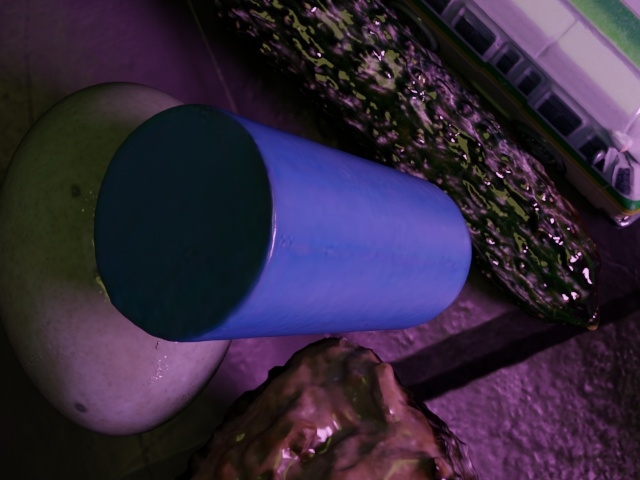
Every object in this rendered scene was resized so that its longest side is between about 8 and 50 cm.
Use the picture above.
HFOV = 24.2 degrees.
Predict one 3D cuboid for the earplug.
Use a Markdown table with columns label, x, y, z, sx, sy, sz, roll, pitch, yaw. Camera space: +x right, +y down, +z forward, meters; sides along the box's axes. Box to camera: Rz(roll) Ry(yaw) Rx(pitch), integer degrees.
| label | x | y | z | sx | sy | sz | roll | pitch | yaw |
| --- | --- | --- | --- | --- | --- | --- | --- | --- | --- |
| earplug | 0.000 | 0.000 | 0.931 | 0.132 | 0.273 | 0.132 | -4 | 84 | 35 |

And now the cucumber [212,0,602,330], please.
| label | x | y | z | sx | sy | sz | roll | pitch | yaw |
| --- | --- | --- | --- | --- | --- | --- | --- | --- | --- |
| cucumber | 0.078 | -0.074 | 1.055 | 0.359 | 0.096 | 0.096 | 44 | 83 | 2 |

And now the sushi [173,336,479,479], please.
| label | x | y | z | sx | sy | sz | roll | pitch | yaw |
| --- | --- | --- | --- | --- | --- | --- | --- | --- | --- |
| sushi | -0.027 | 0.239 | 0.910 | 0.211 | 0.171 | 0.350 | 26 | 70 | 23 |

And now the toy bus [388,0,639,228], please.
| label | x | y | z | sx | sy | sz | roll | pitch | yaw |
| --- | --- | --- | --- | --- | --- | --- | --- | --- | --- |
| toy bus | 0.167 | -0.148 | 1.034 | 0.276 | 0.165 | 0.133 | 44 | 84 | 2 |

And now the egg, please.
| label | x | y | z | sx | sy | sz | roll | pitch | yaw |
| --- | --- | --- | --- | --- | --- | --- | --- | --- | --- |
| egg | -0.133 | 0.011 | 0.994 | 0.169 | 0.169 | 0.236 | 2 | 84 | -4 |
